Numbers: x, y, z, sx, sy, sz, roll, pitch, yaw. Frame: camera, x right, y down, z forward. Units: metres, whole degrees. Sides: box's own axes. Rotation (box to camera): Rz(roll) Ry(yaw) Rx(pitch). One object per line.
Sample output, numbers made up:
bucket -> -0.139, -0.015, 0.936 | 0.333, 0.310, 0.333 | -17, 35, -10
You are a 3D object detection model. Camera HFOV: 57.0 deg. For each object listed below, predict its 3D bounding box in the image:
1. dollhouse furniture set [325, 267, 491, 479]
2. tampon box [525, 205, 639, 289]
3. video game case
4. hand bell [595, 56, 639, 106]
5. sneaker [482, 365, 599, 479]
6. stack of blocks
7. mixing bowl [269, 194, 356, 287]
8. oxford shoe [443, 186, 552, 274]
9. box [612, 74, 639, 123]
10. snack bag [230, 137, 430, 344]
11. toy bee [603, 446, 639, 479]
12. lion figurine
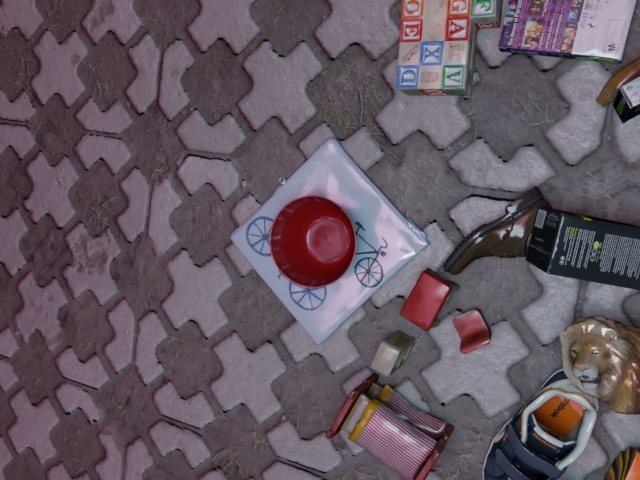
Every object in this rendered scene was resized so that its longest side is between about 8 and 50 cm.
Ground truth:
dollhouse furniture set -> 0.191, 0.265, 1.130 | 0.201, 0.152, 0.373 | 30, 105, 19
tampon box -> 0.451, 0.011, 0.990 | 0.161, 0.120, 0.101 | 10, 99, 0
video game case -> 0.444, -0.439, 1.033 | 0.210, 0.042, 0.231 | 14, 99, 22
hand bell -> 0.561, -0.317, 0.975 | 0.126, 0.126, 0.242 | 51, 124, 13
sneaker -> 0.387, 0.375, 1.068 | 0.126, 0.127, 0.320 | 29, 106, 18
stack of blocks -> 0.245, -0.425, 1.097 | 0.171, 0.087, 0.296 | 6, 96, 23
mixing bowl -> 0.000, 0.000, 1.189 | 0.182, 0.098, 0.181 | 1, 93, 21
oxford shoe -> 0.330, 0.006, 1.092 | 0.227, 0.083, 0.096 | -38, 80, 21
box -> 0.561, -0.257, 0.918 | 0.191, 0.184, 0.045 | -29, 79, 22
snack bag -> 0.008, -0.004, 1.258 | 0.342, 0.037, 0.323 | -45, 77, 17
toy bee -> 0.487, 0.502, 1.032 | 0.298, 0.162, 0.195 | -41, 75, -7
lion figurine -> 0.589, 0.212, 0.903 | 0.393, 0.142, 0.240 | -13, 85, 22
